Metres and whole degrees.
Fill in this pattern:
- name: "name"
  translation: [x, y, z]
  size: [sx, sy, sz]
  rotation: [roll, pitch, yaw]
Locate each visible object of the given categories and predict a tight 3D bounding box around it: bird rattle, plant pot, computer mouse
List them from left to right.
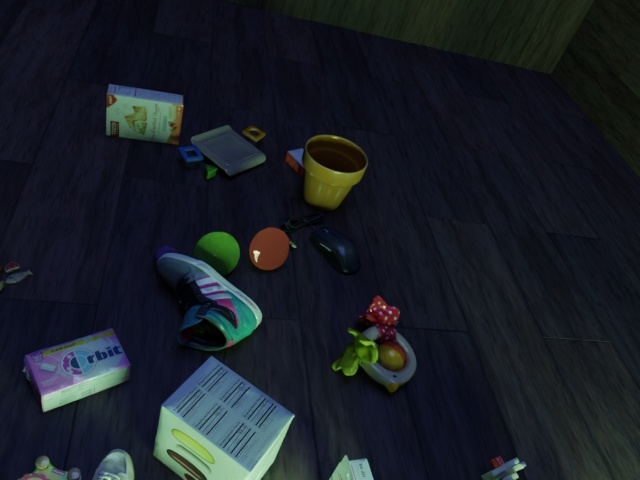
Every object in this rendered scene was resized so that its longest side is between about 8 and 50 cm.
- name: "computer mouse"
  translation: [0.000, 0.000, 1.686]
  size: [0.184, 0.060, 0.262]
  rotation: [-13, 51, -34]
- name: "plant pot"
  translation: [0.028, -0.205, 1.823]
  size: [0.205, 0.188, 0.205]
  rotation: [11, 41, -10]
- name: "bird rattle"
  translation: [0.151, 0.276, 1.437]
  size: [0.207, 0.143, 0.253]
  rotation: [45, 32, 10]

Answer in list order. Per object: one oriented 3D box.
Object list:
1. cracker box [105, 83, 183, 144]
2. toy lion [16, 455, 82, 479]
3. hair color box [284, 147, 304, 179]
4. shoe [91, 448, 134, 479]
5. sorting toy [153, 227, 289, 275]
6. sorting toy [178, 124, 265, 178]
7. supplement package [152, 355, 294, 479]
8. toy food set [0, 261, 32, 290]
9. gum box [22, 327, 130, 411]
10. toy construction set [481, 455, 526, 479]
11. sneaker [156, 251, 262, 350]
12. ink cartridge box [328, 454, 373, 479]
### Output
- name: "cracker box"
  translation: [-0.565, -0.402, 1.822]
  size: [0.232, 0.156, 0.067]
  rotation: [5, 44, -16]
- name: "toy lion"
  translation: [-0.498, 0.447, 1.020]
  size: [0.100, 0.034, 0.096]
  rotation: [20, 48, -1]
- name: "hair color box"
  translation: [-0.053, -0.258, 1.959]
  size: [0.072, 0.043, 0.141]
  rotation: [-18, 53, -36]
- name: "shoe"
  translation: [-0.382, 0.473, 1.014]
  size: [0.076, 0.058, 0.219]
  rotation: [11, 42, -11]
- name: "sorting toy"
  translation: [-0.275, 0.021, 1.547]
  size: [0.365, 0.127, 0.126]
  rotation: [-7, 18, -25]
- name: "sorting toy"
  translation: [-0.309, -0.296, 1.897]
  size: [0.196, 0.047, 0.347]
  rotation: [42, 45, 17]
- name: "supplement package"
  translation: [-0.191, 0.377, 1.093]
  size: [0.203, 0.194, 0.149]
  rotation: [32, 41, 14]
- name: "toy food set"
  translation: [-0.750, 0.083, 1.320]
  size: [0.078, 0.019, 0.122]
  rotation: [33, 42, 15]
- name: "gum box"
  translation: [-0.509, 0.268, 1.182]
  size: [0.188, 0.062, 0.107]
  rotation: [-16, 52, -35]
- name: "toy construction set"
  translation: [0.434, 0.590, 1.147]
  size: [0.215, 0.151, 0.328]
  rotation: [-15, 49, -24]
- name: "sneaker"
  translation: [-0.300, 0.157, 1.342]
  size: [0.295, 0.124, 0.178]
  rotation: [33, 34, 4]
- name: "ink cartridge box"
  translation: [0.062, 0.492, 1.081]
  size: [0.060, 0.180, 0.104]
  rotation: [1, 45, -21]
